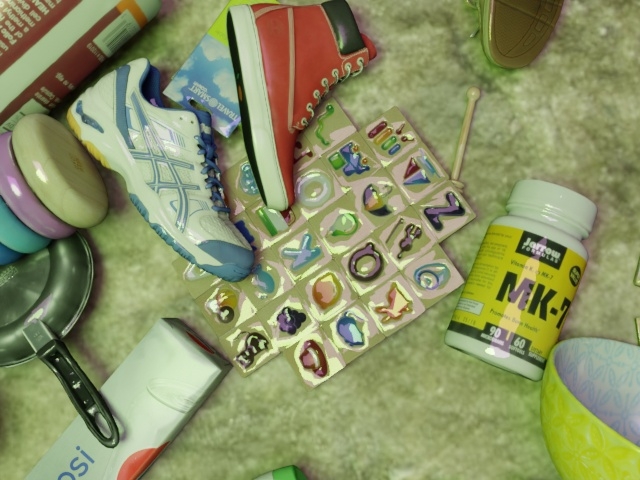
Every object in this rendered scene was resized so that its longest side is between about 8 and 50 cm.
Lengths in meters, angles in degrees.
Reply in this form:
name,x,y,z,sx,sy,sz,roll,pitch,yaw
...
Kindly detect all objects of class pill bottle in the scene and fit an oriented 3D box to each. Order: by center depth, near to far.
name,x,y,z,sx,sy,sz,roll,pitch,yaw
pill bottle,0.233,0.044,0.862,0.119,0.119,0.209,22,84,5
pill bottle,-0.400,-0.230,0.874,0.392,0.224,0.224,-43,83,-4

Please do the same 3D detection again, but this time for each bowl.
name,x,y,z,sx,sy,sz,roll,pitch,yaw
bowl,0.347,0.239,0.779,0.289,0.289,0.156,20,110,5

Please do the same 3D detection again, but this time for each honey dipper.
name,x,y,z,sx,sy,sz,roll,pitch,yaw
honey dipper,0.174,-0.113,0.930,0.030,0.030,0.161,14,83,4

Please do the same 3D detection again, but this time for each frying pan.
name,x,y,z,sx,sy,sz,roll,pitch,yaw
frying pan,-0.350,0.107,0.867,0.197,0.053,0.326,-20,60,5

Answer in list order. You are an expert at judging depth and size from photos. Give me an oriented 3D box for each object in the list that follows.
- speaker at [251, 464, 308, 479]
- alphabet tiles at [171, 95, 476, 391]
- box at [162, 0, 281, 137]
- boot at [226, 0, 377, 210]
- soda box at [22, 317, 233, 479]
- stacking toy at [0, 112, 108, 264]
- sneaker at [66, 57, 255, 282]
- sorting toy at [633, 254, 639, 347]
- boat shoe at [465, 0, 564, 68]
name,x,y,z,sx,sy,sz,roll,pitch,yaw
speaker,-0.131,0.373,0.834,0.296,0.131,0.131,-31,82,-1
alphabet tiles,0.000,0.000,0.916,0.342,0.011,0.285,-35,79,2
box,-0.102,-0.224,0.949,0.109,0.042,0.178,35,87,7
boot,-0.008,-0.163,0.898,0.176,0.088,0.244,-8,94,-15
soda box,-0.232,0.228,0.874,0.098,0.091,0.286,40,86,6
stacking toy,-0.411,-0.004,0.848,0.330,0.141,0.141,-30,82,7
sneaker,-0.163,-0.087,0.879,0.131,0.112,0.296,-42,86,3
sorting toy,0.457,0.016,0.892,0.132,0.046,0.275,17,84,5
boat shoe,0.242,-0.348,0.937,0.104,0.089,0.285,13,86,-22
